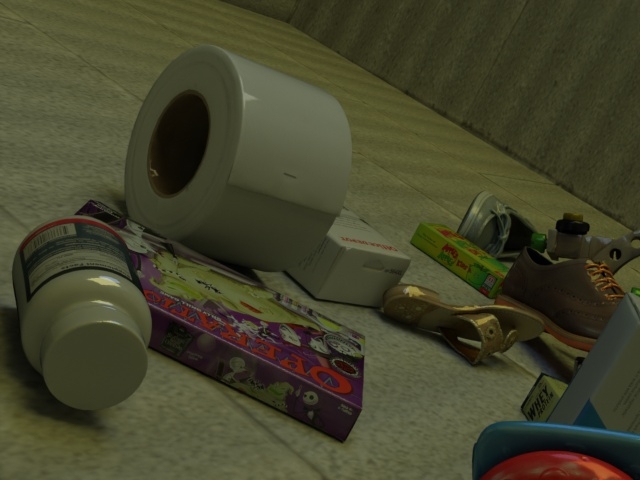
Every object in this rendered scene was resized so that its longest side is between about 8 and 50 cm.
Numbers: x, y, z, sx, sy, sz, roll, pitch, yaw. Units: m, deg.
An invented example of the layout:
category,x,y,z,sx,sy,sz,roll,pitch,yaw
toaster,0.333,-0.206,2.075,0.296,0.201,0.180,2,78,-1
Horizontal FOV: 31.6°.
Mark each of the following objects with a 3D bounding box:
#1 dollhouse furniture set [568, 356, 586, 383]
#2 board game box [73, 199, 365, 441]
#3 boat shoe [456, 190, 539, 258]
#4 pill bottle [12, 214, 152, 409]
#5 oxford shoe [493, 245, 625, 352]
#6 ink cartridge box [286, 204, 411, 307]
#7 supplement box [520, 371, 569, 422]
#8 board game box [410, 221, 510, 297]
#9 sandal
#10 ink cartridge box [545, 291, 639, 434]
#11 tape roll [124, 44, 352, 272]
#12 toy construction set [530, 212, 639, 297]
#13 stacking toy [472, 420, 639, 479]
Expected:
category,x,y,z,sx,sy,sz,roll,pitch,yaw
dollhouse furniture set,0.405,0.234,1.537,0.161,0.101,0.182,7,8,20
board game box,-0.116,0.074,1.173,0.347,0.056,0.208,27,19,-5
boat shoe,0.340,-0.017,2.151,0.103,0.118,0.320,29,7,22
pill bottle,-0.198,0.061,0.947,0.108,0.108,0.180,20,17,-26
oxford shoe,0.401,0.094,1.677,0.130,0.132,0.364,14,3,-38
ink cartridge box,0.000,0.000,1.541,0.148,0.086,0.203,11,23,-47
supplement box,0.309,0.219,1.413,0.083,0.056,0.083,23,16,-17
board game box,0.252,0.034,1.958,0.181,0.043,0.092,37,17,29
sandal,0.194,0.130,1.524,0.240,0.088,0.079,16,49,-18
ink cartridge box,0.422,0.233,1.242,0.307,0.223,0.129,28,14,2
tape roll,-0.104,-0.095,1.370,0.169,0.246,0.246,16,19,-38
toy construction set,0.456,0.084,1.907,0.237,0.257,0.309,14,23,13
stacking toy,0.170,0.284,0.831,0.166,0.175,0.302,3,28,16
